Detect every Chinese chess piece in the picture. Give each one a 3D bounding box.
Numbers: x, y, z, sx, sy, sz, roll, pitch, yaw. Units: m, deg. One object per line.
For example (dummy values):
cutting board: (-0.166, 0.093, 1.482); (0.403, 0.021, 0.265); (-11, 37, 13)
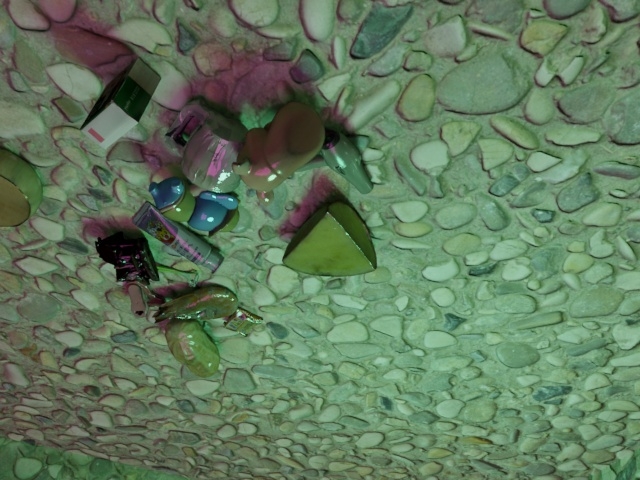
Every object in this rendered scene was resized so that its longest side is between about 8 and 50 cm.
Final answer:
Chinese chess piece: (-0.948, -0.155, 1.792); (0.257, 0.104, 0.257); (4, 138, 4)

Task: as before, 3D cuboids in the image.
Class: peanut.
peanut: (-0.473, 0.405, 2.297); (0.152, 0.152, 0.313); (-6, 138, 15)

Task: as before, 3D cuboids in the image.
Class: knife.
knife: (-0.493, 0.111, 2.068); (0.166, 0.023, 0.078); (17, 130, -10)

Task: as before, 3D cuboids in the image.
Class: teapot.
teapot: (-0.272, -0.251, 1.583); (0.163, 0.222, 0.178); (-9, 142, -44)

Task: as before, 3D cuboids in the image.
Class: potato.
potato: (0.000, 0.000, 1.816); (0.255, 0.112, 0.269); (-17, 129, 29)

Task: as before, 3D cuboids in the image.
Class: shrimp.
shrimp: (-0.438, 0.242, 2.157); (0.317, 0.077, 0.168); (-15, 133, 12)

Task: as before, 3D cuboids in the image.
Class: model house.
model house: (-0.613, 0.068, 1.951); (0.164, 0.141, 0.203); (-14, 133, -7)

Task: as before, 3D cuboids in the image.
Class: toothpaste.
toothpaste: (-0.439, -0.003, 1.913); (0.299, 0.073, 0.114); (35, 131, -16)

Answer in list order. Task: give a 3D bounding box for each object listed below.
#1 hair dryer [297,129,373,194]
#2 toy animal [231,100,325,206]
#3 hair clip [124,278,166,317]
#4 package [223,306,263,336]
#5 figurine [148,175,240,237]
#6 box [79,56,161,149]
hair dryer: (0.023, -0.183, 1.659); (0.229, 0.093, 0.267); (32, 146, -32)
toy animal: (-0.096, -0.222, 1.484); (0.250, 0.154, 0.166); (-47, 122, -4)
hair clip: (-0.626, 0.193, 2.174); (0.123, 0.102, 0.138); (-11, 102, 17)
package: (-0.283, 0.297, 2.233); (0.108, 0.031, 0.120); (29, 128, -22)
figurine: (-0.337, -0.107, 1.716); (0.180, 0.154, 0.262); (-40, 137, 11)
box: (-0.473, -0.327, 1.464); (0.135, 0.199, 0.081); (-28, 124, 30)
